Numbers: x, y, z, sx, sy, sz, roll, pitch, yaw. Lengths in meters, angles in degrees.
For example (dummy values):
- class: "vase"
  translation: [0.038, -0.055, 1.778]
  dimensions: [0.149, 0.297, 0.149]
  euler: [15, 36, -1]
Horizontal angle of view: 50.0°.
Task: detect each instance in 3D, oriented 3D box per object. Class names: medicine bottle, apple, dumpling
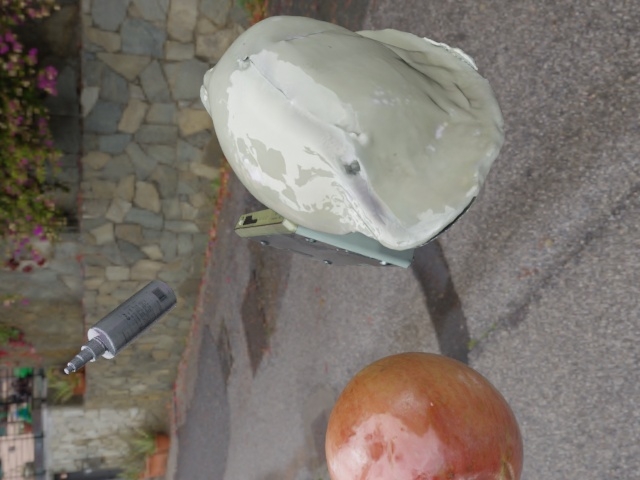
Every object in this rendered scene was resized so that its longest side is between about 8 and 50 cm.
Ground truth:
- class: "medicine bottle"
  translation: [-0.296, 0.132, 1.008]
  dimensions: [0.057, 0.199, 0.058]
  euler: [19, 129, 25]
- class: "apple"
  translation: [0.183, 0.376, 1.272]
  dimensions: [0.364, 0.363, 0.364]
  euler: [180, 90, -69]
- class: "dumpling"
  translation: [0.044, -0.155, 0.788]
  dimensions: [0.395, 0.315, 0.233]
  euler: [43, 161, 41]

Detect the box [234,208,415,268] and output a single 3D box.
- class: "box"
  translation: [0.000, 0.000, 1.016]
  dimensions: [0.270, 0.210, 0.045]
  euler: [-3, 71, 67]
